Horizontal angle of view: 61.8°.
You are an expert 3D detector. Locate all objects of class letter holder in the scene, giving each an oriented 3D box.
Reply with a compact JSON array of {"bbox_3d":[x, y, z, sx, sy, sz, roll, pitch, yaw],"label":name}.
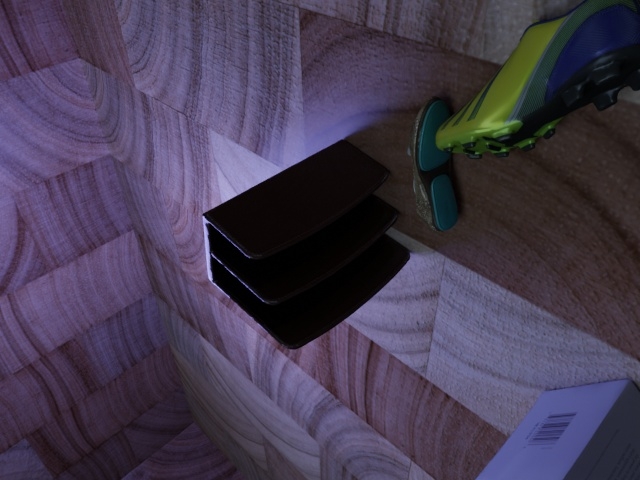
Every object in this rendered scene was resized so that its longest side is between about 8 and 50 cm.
[{"bbox_3d":[0.000,0.000,0.860,0.214,0.301,0.152,38,143,27],"label":"letter holder"}]

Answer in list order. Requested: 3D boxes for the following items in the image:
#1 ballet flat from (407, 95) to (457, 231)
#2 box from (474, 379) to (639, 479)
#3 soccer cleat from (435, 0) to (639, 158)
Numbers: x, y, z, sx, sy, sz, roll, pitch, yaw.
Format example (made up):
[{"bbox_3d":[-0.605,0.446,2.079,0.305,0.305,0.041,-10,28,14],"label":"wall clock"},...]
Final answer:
[{"bbox_3d":[0.156,-0.109,0.783,0.067,0.073,0.206,34,140,54],"label":"ballet flat"},{"bbox_3d":[0.421,0.406,0.740,0.345,0.215,0.168,55,148,4],"label":"box"},{"bbox_3d":[0.238,-0.180,0.617,0.289,0.093,0.121,154,114,-62],"label":"soccer cleat"}]
